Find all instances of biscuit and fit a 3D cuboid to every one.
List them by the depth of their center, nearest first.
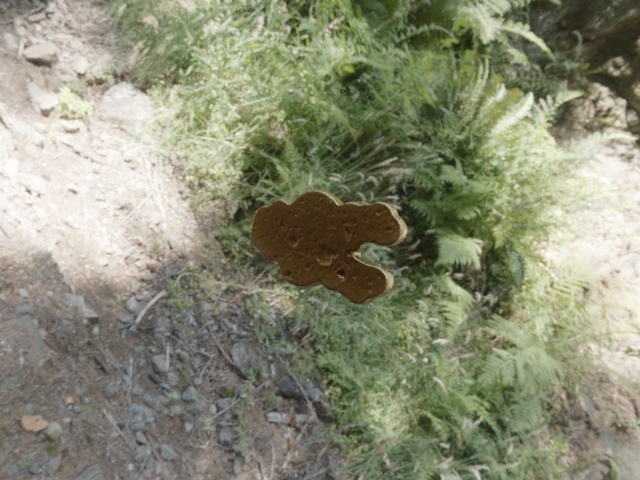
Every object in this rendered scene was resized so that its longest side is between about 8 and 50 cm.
[{"bbox_3d":[0.002,0.000,0.740,0.295,0.185,0.044,18,2,30],"label":"biscuit"}]
